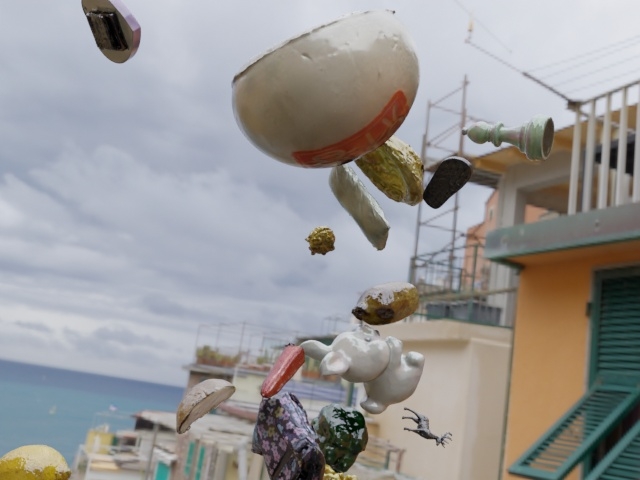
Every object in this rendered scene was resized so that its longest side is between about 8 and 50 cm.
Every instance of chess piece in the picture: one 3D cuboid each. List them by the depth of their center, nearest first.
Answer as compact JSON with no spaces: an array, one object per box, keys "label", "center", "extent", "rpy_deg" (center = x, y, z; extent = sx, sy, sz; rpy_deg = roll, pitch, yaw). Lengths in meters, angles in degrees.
[{"label":"chess piece","center":[0.555,-0.321,2.109],"extent":[0.271,0.139,0.139],"rpy_deg":[12,-9,32]}]

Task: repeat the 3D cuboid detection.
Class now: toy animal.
[{"label":"toy animal","center":[0.119,0.375,2.073],"extent":[0.367,0.241,0.196],"rpy_deg":[28,-5,-33]}]

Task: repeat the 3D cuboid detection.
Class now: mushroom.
[{"label":"mushroom","center":[-0.344,0.459,1.994],"extent":[0.209,0.072,0.094],"rpy_deg":[-33,32,-31]}]

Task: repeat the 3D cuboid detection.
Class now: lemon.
[{"label":"lemon","center":[-0.842,0.691,2.022],"extent":[0.256,0.188,0.188],"rpy_deg":[-10,-15,2]}]

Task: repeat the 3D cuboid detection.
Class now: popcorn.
[{"label":"popcorn","center":[0.000,0.000,1.746],"extent":[0.083,0.057,0.082],"rpy_deg":[-1,-36,-23]}]

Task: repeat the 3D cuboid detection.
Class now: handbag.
[{"label":"handbag","center":[-0.067,0.462,1.527],"extent":[0.126,0.208,0.229],"rpy_deg":[-10,-46,-29]}]

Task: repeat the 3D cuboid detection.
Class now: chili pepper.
[{"label":"chili pepper","center":[-0.101,0.335,1.719],"extent":[0.065,0.169,0.088],"rpy_deg":[31,-50,8]},{"label":"chili pepper","center":[0.047,0.583,2.124],"extent":[0.165,0.174,0.261],"rpy_deg":[15,14,-16]}]

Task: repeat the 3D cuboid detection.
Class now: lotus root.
[{"label":"lotus root","center":[0.196,0.195,2.123],"extent":[0.260,0.128,0.145],"rpy_deg":[-7,-21,-41]}]

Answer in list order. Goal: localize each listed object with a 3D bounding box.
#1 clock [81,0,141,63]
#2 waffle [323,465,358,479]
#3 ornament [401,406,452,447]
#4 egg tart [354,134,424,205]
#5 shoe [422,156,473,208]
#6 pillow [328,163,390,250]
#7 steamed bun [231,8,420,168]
[{"label":"clock","center":[-0.541,-0.546,1.799],"extent":[0.172,0.064,0.198],"rpy_deg":[17,-43,32]},{"label":"waffle","center":[0.004,0.923,2.351],"extent":[0.261,0.324,0.151],"rpy_deg":[30,12,15]},{"label":"ornament","center":[0.244,0.425,1.578],"extent":[0.125,0.073,0.028],"rpy_deg":[22,-60,-14]},{"label":"egg tart","center":[0.179,-0.207,1.815],"extent":[0.279,0.095,0.279],"rpy_deg":[43,-13,12]},{"label":"shoe","center":[0.284,-0.136,1.535],"extent":[0.071,0.049,0.179],"rpy_deg":[43,-32,7]},{"label":"pillow","center":[0.091,-0.085,1.664],"extent":[0.051,0.229,0.128],"rpy_deg":[-28,-19,-20]},{"label":"steamed bun","center":[0.022,-0.266,1.325],"extent":[0.374,0.241,0.374],"rpy_deg":[-22,2,1]}]
